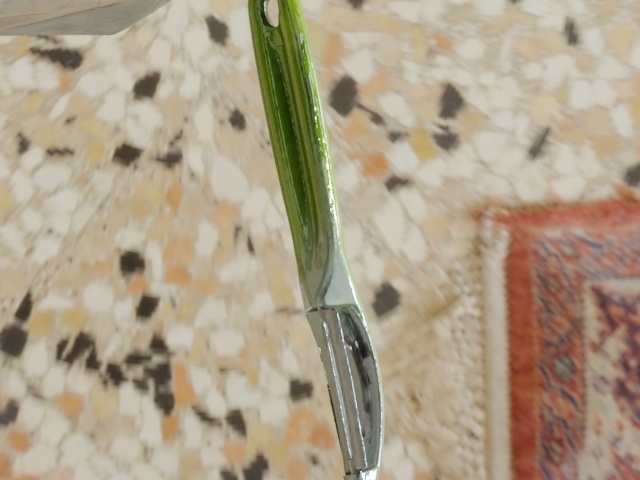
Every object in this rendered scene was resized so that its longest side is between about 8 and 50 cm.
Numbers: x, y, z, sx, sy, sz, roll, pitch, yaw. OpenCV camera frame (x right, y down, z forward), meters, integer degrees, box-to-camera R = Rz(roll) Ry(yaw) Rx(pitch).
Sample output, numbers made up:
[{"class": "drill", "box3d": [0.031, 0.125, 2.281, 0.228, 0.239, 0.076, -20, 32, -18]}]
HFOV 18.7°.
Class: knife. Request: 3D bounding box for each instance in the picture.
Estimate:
[{"class": "knife", "box3d": [0.000, 0.000, 0.654, 0.022, 0.026, 0.184, -12, 86, 15]}]

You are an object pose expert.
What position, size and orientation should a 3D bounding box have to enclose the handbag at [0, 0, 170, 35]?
[{"class": "handbag", "box3d": [-0.137, -0.123, 0.492, 0.182, 0.270, 0.117, -8, 124, -42]}]
